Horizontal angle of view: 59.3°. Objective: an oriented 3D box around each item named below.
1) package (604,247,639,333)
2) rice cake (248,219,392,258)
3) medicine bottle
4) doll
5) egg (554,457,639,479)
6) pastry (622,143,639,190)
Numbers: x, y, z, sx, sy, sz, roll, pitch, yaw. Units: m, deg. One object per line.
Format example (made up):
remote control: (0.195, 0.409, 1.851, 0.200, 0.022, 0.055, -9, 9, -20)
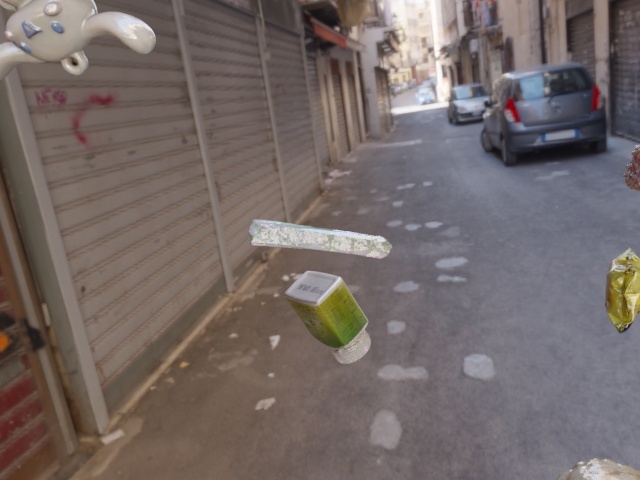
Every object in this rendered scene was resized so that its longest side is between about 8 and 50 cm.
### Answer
package: (0.763, 0.121, 1.409, 0.090, 0.169, 0.226, 8, 15, 29)
rice cake: (0.000, 0.000, 0.821, 0.210, 0.034, 0.043, 7, 14, -9)
medicine bottle: (0.026, 0.163, 1.179, 0.088, 0.189, 0.132, -45, 27, -26)
doll: (-0.544, -0.495, 1.072, 0.375, 0.366, 0.187, -15, 26, -2)
egg: (0.379, 0.407, 0.721, 0.203, 0.204, 0.245, -3, 36, 23)
pastry: (0.625, -0.172, 0.913, 0.265, 0.112, 0.103, -32, 42, 22)
